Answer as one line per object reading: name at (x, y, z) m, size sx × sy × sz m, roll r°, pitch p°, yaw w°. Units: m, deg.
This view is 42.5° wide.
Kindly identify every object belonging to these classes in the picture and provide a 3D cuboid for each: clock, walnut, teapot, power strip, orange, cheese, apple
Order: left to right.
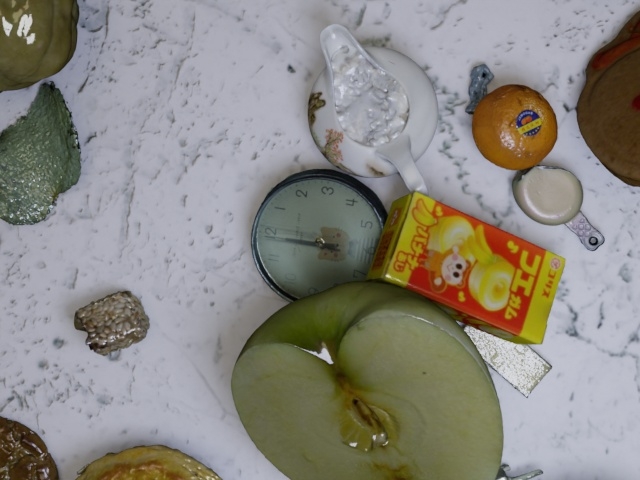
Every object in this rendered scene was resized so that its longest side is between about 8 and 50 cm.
walnut at (-0.508, -0.365, 1.267) m, size 0.282 × 0.253 × 0.276 m, roll -9°, pitch 86°, yaw 5°
clock at (0.000, 0.000, 1.306) m, size 0.226 × 0.049 × 0.226 m, roll 2°, pitch 104°, yaw 8°
apple at (0.072, 0.242, 1.195) m, size 0.312 × 0.320 × 0.360 m, roll -37°, pitch 117°, yaw -17°
teapot at (0.087, -0.192, 1.282) m, size 0.204 × 0.139 × 0.298 m, roll -34°, pitch 87°, yaw 1°
power strip at (0.266, 0.391, 1.293) m, size 0.175 × 0.075 × 0.042 m, roll -23°, pitch 86°, yaw 4°
orange at (0.300, -0.175, 1.278) m, size 0.136 × 0.117 × 0.135 m, roll 0°, pitch 93°, yaw -6°
cheese at (0.384, -0.059, 1.303) m, size 0.171 × 0.047 × 0.092 m, roll 29°, pitch 94°, yaw 4°

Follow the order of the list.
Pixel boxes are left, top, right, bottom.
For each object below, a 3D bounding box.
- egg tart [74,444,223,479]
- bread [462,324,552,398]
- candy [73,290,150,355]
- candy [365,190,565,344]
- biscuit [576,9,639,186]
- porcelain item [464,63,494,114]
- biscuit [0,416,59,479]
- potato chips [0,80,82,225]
egg tart at (-0.269, 0.486, 1.303) m, size 0.341 × 0.132 × 0.341 m, roll 0°, pitch 88°, yaw 5°
bread at (0.293, 0.177, 1.317) m, size 0.154 × 0.028 × 0.068 m, roll 41°, pitch 91°, yaw 4°
candy at (-0.338, 0.136, 1.337) m, size 0.110 × 0.085 × 0.095 m, roll -27°, pitch 81°, yaw -7°
candy at (0.221, 0.046, 1.246) m, size 0.276 × 0.088 × 0.146 m, roll 21°, pitch 77°, yaw -13°
biscuit at (0.550, -0.241, 1.171) m, size 0.381 × 0.359 × 0.074 m, roll -38°, pitch 131°, yaw 18°
porcelain item at (0.254, -0.244, 1.325) m, size 0.036 × 0.028 × 0.083 m, roll 14°, pitch 89°, yaw -13°
biscuit at (-0.549, 0.399, 1.370) m, size 0.226 × 0.042 × 0.225 m, roll 0°, pitch 89°, yaw 3°
potato chips at (-0.472, -0.140, 1.363) m, size 0.167 × 0.059 × 0.228 m, roll 40°, pitch 97°, yaw 10°
